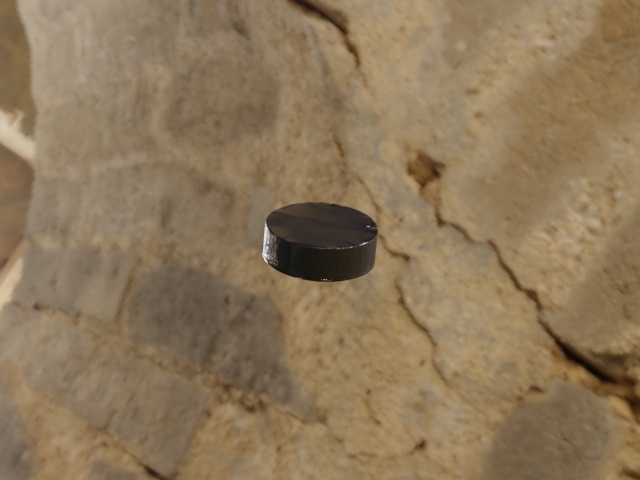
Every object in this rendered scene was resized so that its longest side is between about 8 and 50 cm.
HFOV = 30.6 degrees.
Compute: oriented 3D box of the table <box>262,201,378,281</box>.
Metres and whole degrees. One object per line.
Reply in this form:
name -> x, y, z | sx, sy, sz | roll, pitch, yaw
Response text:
table -> 0.000, 0.000, 1.361 | 0.133, 0.133, 0.043 | -119, -149, -61
